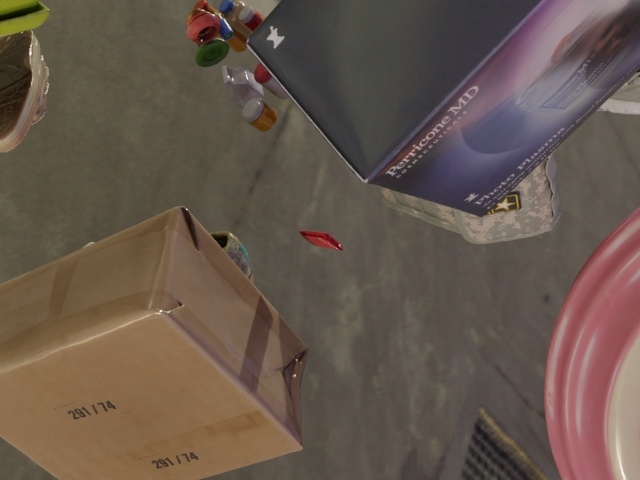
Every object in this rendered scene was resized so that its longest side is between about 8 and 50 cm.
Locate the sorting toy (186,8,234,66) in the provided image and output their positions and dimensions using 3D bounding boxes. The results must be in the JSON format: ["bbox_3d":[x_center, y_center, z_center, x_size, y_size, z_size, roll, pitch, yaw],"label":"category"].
[{"bbox_3d":[-0.153,-0.281,1.355,0.042,0.061,0.102,59,-10,21],"label":"sorting toy"}]

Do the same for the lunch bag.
[{"bbox_3d":[0.214,-0.119,1.472,0.169,0.287,0.235,-56,151,-18],"label":"lunch bag"}]

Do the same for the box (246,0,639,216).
[{"bbox_3d":[0.147,-0.188,0.882,0.183,0.296,0.294,52,19,22],"label":"box"}]

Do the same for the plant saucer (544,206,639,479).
[{"bbox_3d":[0.309,0.111,0.631,0.084,0.332,0.332,-38,116,-71],"label":"plant saucer"}]

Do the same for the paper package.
[{"bbox_3d":[-0.223,0.157,1.219,0.309,0.325,0.168,51,27,-36],"label":"paper package"}]

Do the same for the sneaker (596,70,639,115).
[{"bbox_3d":[0.462,-0.247,1.510,0.105,0.281,0.115,-3,102,-46],"label":"sneaker"}]

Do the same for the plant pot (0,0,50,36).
[{"bbox_3d":[-0.610,-0.472,1.753,0.228,0.227,0.207,-23,131,-30],"label":"plant pot"}]

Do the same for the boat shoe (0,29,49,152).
[{"bbox_3d":[-0.556,-0.265,1.869,0.341,0.121,0.110,-96,164,-47],"label":"boat shoe"}]

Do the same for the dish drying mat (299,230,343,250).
[{"bbox_3d":[0.000,0.000,1.231,0.032,0.083,0.008,38,78,-20],"label":"dish drying mat"}]

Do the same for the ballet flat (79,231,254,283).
[{"bbox_3d":[-0.268,0.049,1.384,0.123,0.348,0.123,171,-90,-87],"label":"ballet flat"}]

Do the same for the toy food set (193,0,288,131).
[{"bbox_3d":[-0.112,-0.276,1.478,0.104,0.111,0.232,33,33,-41],"label":"toy food set"}]
